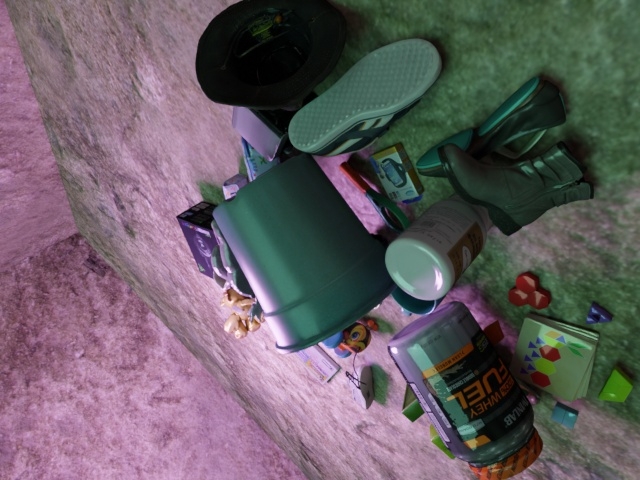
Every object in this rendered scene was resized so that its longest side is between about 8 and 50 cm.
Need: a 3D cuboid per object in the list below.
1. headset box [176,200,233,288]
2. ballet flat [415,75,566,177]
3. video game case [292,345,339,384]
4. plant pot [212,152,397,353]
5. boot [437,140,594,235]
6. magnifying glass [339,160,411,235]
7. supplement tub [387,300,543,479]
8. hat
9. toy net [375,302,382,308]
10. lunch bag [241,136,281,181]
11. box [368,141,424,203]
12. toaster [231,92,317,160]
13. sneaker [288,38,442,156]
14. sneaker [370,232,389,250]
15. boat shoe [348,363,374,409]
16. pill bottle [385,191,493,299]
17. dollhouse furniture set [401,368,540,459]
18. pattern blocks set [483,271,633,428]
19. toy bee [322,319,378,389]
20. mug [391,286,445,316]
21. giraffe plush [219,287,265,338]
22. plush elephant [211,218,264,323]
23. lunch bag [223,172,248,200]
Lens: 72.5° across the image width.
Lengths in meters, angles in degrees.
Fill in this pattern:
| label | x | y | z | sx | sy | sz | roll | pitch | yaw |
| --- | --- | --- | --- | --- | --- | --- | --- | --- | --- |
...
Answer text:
| label | x | y | z | sx | sy | sz | roll | pitch | yaw |
| --- | --- | --- | --- | --- | --- | --- | --- | --- | --- |
| headset box | -0.371 | 0.024 | 1.614 | 0.246 | 0.131 | 0.283 | 18 | 134 | 39 |
| ballet flat | 0.287 | -0.161 | 0.756 | 0.096 | 0.095 | 0.280 | 41 | 147 | -12 |
| video game case | -0.034 | 0.462 | 1.722 | 0.212 | 0.023 | 0.193 | 42 | 144 | 12 |
| plant pot | -0.043 | 0.010 | 0.971 | 0.334 | 0.341 | 0.341 | 58 | 144 | -4 |
| boot | 0.313 | -0.112 | 0.694 | 0.246 | 0.083 | 0.161 | 31 | 133 | -30 |
| magnifying glass | 0.127 | -0.099 | 1.025 | 0.231 | 0.026 | 0.092 | 49 | 169 | 14 |
| supplement tub | 0.316 | 0.323 | 0.960 | 0.338 | 0.207 | 0.207 | 58 | 146 | 8 |
| hat | -0.089 | -0.347 | 0.871 | 0.331 | 0.331 | 0.134 | 30 | 165 | 27 |
| toy net | 0.091 | 0.148 | 1.285 | 0.122 | 0.045 | 0.232 | 57 | 145 | -8 |
| lunch bag | -0.145 | -0.195 | 1.148 | 0.176 | 0.090 | 0.219 | -104 | 1 | -57 |
| box | 0.169 | -0.139 | 0.958 | 0.081 | 0.028 | 0.136 | -13 | 109 | 52 |
| toaster | -0.101 | -0.292 | 1.000 | 0.185 | 0.168 | 0.110 | 44 | 145 | 10 |
| sneaker | 0.094 | -0.268 | 0.858 | 0.321 | 0.127 | 0.126 | -22 | 76 | 30 |
| sneaker | 0.114 | 0.017 | 1.128 | 0.152 | 0.058 | 0.085 | 6 | 131 | 40 |
| boat shoe | 0.134 | 0.506 | 1.526 | 0.081 | 0.079 | 0.228 | 18 | 137 | 32 |
| pill bottle | 0.237 | -0.002 | 0.828 | 0.131 | 0.229 | 0.131 | 29 | 139 | 29 |
| dollhouse furniture set | 0.389 | 0.396 | 1.156 | 0.197 | 0.151 | 0.301 | 41 | 115 | 4 |
| pattern blocks set | 0.488 | 0.243 | 0.918 | 0.285 | 0.026 | 0.325 | 30 | 131 | 28 |
| toy bee | 0.096 | 0.296 | 1.353 | 0.298 | 0.162 | 0.195 | 46 | 178 | 29 |
| mug | 0.232 | 0.102 | 1.041 | 0.129 | 0.097 | 0.157 | 52 | 146 | -2 |
| giraffe plush | -0.338 | 0.271 | 1.793 | 0.170 | 0.181 | 0.210 | 48 | 162 | 44 |
| plush elephant | -0.218 | 0.065 | 1.390 | 0.255 | 0.271 | 0.330 | -141 | 52 | -66 |
| lunch bag | -0.267 | -0.160 | 1.376 | 0.053 | 0.083 | 0.071 | 25 | 136 | 33 |
